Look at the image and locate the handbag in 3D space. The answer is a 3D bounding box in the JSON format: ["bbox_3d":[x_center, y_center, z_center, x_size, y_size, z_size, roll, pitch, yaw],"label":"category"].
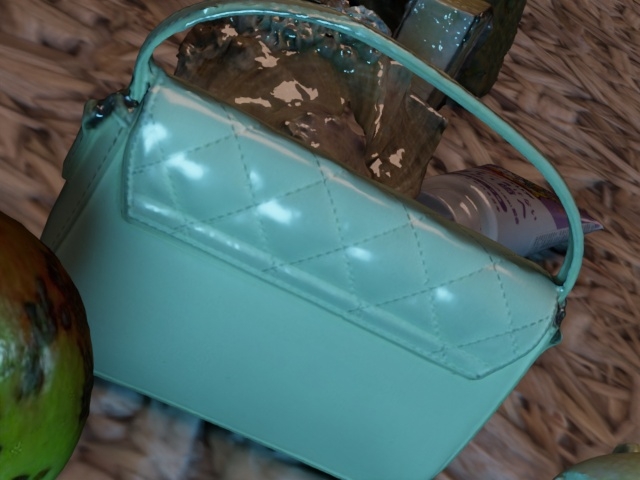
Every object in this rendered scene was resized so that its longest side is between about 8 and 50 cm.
[{"bbox_3d":[0.000,0.000,0.610,0.256,0.219,0.079,26,30,-16],"label":"handbag"}]

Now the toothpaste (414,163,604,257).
[{"bbox_3d":[0.127,-0.020,0.950,0.114,0.073,0.299,29,19,20],"label":"toothpaste"}]

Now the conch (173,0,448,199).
[{"bbox_3d":[-0.021,-0.084,0.818,0.178,0.163,0.245,20,13,-28],"label":"conch"}]

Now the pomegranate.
[{"bbox_3d":[-0.142,0.069,0.429,0.156,0.156,0.220,-1,46,-48],"label":"pomegranate"}]

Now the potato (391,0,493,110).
[{"bbox_3d":[0.087,-0.147,1.050,0.061,0.122,0.086,33,23,9],"label":"potato"}]

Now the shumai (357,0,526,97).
[{"bbox_3d":[0.092,-0.264,1.218,0.218,0.189,0.256,19,41,7],"label":"shumai"}]

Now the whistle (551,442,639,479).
[{"bbox_3d":[0.158,0.190,0.598,0.123,0.123,0.223,24,43,-18],"label":"whistle"}]
